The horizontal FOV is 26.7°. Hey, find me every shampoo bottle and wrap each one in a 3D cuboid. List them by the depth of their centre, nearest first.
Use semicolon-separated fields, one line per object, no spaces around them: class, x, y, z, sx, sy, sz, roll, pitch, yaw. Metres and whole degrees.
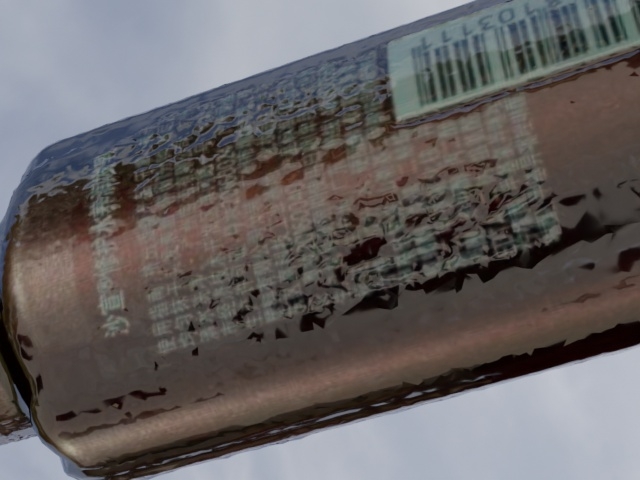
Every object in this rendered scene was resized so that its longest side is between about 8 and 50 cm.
shampoo bottle;0.000;0.000;0.422;0.323;0.084;0.129;-18;-121;13
